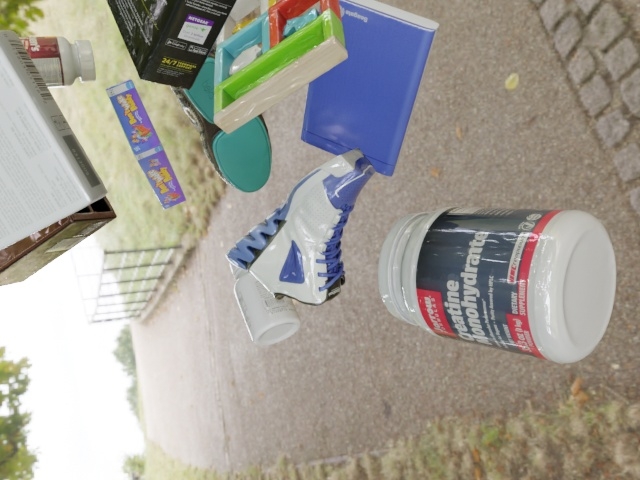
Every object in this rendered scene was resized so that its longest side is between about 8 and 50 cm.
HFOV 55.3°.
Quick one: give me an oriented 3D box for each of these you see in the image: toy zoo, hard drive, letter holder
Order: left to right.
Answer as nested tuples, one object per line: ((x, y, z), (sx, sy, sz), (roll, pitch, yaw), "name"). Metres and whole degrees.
((-0.634, -0.062, 1.303), (0.215, 0.301, 0.152), (60, -164, 4), "letter holder")
((-0.062, -0.297, 0.825), (0.030, 0.192, 0.293), (38, -143, -43), "toy zoo")
((0.079, -0.288, 1.155), (0.040, 0.210, 0.319), (-55, -16, -42), "hard drive")

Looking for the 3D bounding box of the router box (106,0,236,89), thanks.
((-0.116, -0.222, 0.453), (0.133, 0.046, 0.179), (-50, 55, 35), "router box")

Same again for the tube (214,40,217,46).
((-0.315, -0.527, 1.524), (0.207, 0.052, 0.080), (40, -142, -74), "tube")

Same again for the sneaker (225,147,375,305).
((-0.001, 0.001, 1.032), (0.182, 0.315, 0.127), (50, -150, 3), "sneaker")

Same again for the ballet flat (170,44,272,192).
((-0.237, -0.303, 1.403), (0.182, 0.164, 0.483), (53, 174, 29), "ballet flat")

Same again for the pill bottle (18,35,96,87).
((-0.668, -0.430, 1.480), (0.121, 0.221, 0.121), (39, 134, 56), "pill bottle")

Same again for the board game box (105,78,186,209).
((-0.507, -0.272, 1.807), (0.233, 0.078, 0.347), (62, 170, 20), "board game box")

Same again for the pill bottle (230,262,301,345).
((-0.148, 0.140, 1.566), (0.131, 0.131, 0.229), (102, 147, -57), "pill bottle")

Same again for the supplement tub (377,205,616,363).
((0.233, 0.050, 0.834), (0.272, 0.191, 0.191), (5, 101, 47), "supplement tub")

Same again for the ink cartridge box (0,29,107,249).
((-0.609, -0.127, 1.040), (0.308, 0.384, 0.091), (63, -171, -14), "ink cartridge box")
